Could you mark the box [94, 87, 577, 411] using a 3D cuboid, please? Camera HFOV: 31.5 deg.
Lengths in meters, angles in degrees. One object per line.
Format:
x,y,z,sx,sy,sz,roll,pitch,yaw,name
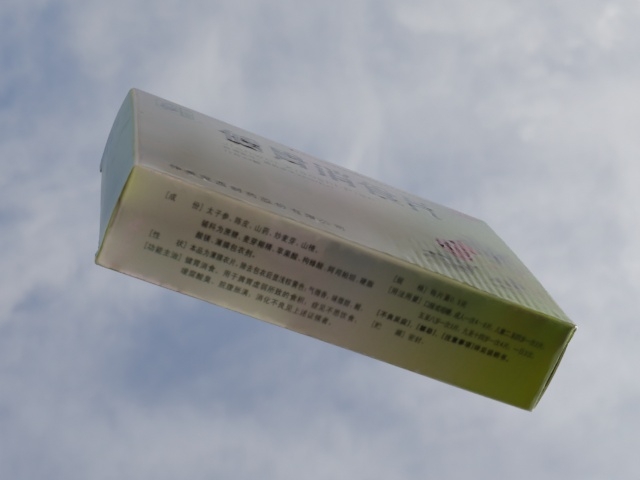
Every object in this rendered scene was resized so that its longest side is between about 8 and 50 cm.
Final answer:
0.001,0.000,0.666,0.260,0.062,0.175,19,-164,-16,box
